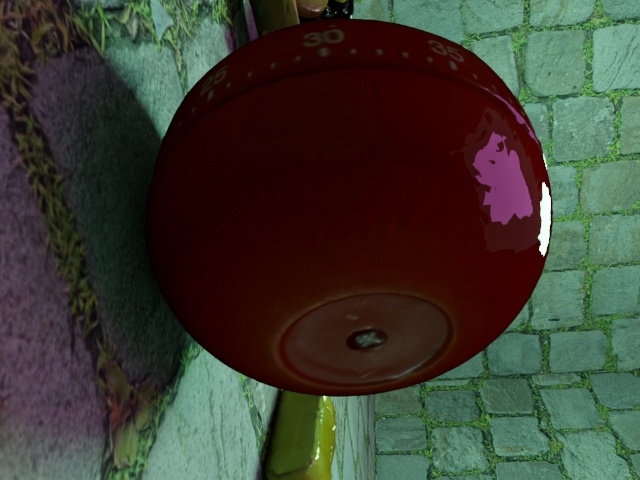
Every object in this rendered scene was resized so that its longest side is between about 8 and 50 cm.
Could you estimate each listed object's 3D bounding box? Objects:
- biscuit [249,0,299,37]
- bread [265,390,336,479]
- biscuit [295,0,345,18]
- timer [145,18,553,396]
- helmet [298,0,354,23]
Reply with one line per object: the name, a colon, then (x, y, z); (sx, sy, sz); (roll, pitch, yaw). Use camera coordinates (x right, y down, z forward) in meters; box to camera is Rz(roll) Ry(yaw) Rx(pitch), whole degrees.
biscuit: (-0.070, -0.322, 1.009); (0.216, 0.047, 0.340); (35, -40, 57)
bread: (-0.031, 0.331, 0.952); (0.245, 0.102, 0.094); (-81, 157, -67)
biscuit: (-0.005, -0.597, 1.206); (0.205, 0.049, 0.324); (34, 59, -25)
timer: (0.026, -0.014, 0.557); (0.378, 0.377, 0.279); (76, 9, -48)
helmet: (-0.042, -0.563, 1.287); (0.253, 0.154, 0.198); (52, 52, -5)
